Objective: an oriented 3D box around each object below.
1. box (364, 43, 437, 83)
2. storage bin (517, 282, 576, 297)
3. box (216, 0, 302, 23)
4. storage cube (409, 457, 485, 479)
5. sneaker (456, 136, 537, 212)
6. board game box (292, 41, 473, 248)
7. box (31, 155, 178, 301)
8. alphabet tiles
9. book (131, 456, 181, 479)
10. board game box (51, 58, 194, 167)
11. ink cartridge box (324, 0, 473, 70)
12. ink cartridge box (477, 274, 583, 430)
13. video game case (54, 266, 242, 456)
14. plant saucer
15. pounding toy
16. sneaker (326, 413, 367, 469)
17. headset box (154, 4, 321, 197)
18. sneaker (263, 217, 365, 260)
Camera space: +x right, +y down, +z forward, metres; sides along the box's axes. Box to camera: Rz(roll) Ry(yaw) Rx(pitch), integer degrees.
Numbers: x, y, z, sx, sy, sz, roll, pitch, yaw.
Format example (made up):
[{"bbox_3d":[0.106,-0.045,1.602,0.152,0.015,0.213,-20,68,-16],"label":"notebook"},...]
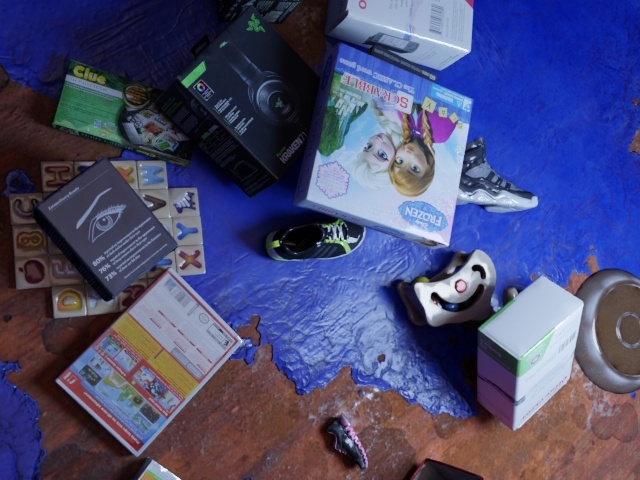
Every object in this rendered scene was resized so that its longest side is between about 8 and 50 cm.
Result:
[{"bbox_3d":[0.120,-0.242,1.559,0.165,0.143,0.270,19,75,-20],"label":"box"},{"bbox_3d":[0.514,0.150,1.702,0.135,0.091,0.098,24,73,-20],"label":"storage bin"},{"bbox_3d":[-0.114,-0.506,1.476,0.147,0.180,0.078,-5,84,-24],"label":"box"},{"bbox_3d":[0.266,0.578,1.465,0.184,0.215,0.193,-47,108,-23],"label":"storage cube"},{"bbox_3d":[0.380,-0.151,1.681,0.268,0.101,0.153,7,82,-20],"label":"sneaker"},{"bbox_3d":[0.130,-0.177,1.438,0.318,0.066,0.318,16,77,-22],"label":"board game box"},{"bbox_3d":[-0.381,-0.018,1.311,0.153,0.108,0.207,-41,98,-23],"label":"box"},{"bbox_3d":[-0.387,-0.009,1.372,0.342,0.011,0.285,-4,84,-24],"label":"alphabet tiles"},{"bbox_3d":[-0.311,0.476,1.320,0.096,0.035,0.144,42,69,-16],"label":"book"},{"bbox_3d":[-0.361,-0.239,1.406,0.259,0.030,0.136,16,74,-21],"label":"board game box"},{"bbox_3d":[0.179,-0.534,1.638,0.306,0.131,0.226,11,78,-20],"label":"ink cartridge box"},{"bbox_3d":[0.434,0.240,1.557,0.198,0.114,0.273,-35,140,-22],"label":"ink cartridge box"},{"bbox_3d":[-0.307,0.218,1.358,0.204,0.025,0.285,48,68,-13],"label":"video game case"},{"bbox_3d":[0.747,0.220,1.819,0.310,0.050,0.311,4,80,-22],"label":"plant saucer"},{"bbox_3d":[0.315,0.098,1.586,0.269,0.155,0.154,-5,88,-24],"label":"pounding toy"},{"bbox_3d":[0.052,0.412,1.490,0.057,0.047,0.119,-28,92,-5],"label":"sneaker"},{"bbox_3d":[-0.141,-0.275,1.437,0.283,0.131,0.246,45,59,-13],"label":"headset box"},{"bbox_3d":[0.000,0.000,1.494,0.234,0.097,0.084,-13,88,-25],"label":"sneaker"}]
